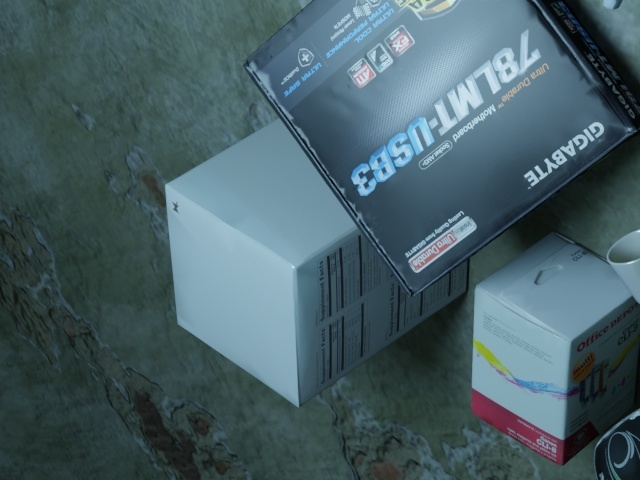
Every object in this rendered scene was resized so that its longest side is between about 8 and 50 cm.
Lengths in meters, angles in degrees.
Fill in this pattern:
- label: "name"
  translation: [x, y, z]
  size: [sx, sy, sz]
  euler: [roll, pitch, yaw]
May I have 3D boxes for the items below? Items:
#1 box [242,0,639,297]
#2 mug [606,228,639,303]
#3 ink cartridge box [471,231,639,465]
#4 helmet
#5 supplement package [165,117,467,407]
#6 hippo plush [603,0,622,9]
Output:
- label: "box"
  translation: [0.117, -0.144, 1.891]
  size: [0.295, 0.073, 0.293]
  euler: [-37, 84, 29]
- label: "mug"
  translation: [0.323, 0.030, 1.897]
  size: [0.078, 0.062, 0.064]
  euler: [8, 131, 57]
- label: "ink cartridge box"
  translation: [0.241, 0.109, 2.004]
  size: [0.127, 0.128, 0.176]
  euler: [30, 139, 34]
- label: "helmet"
  translation: [0.364, 0.243, 1.930]
  size: [0.161, 0.169, 0.169]
  euler: [63, 151, 22]
- label: "supplement package"
  translation: [0.000, 0.000, 2.100]
  size: [0.199, 0.263, 0.198]
  euler: [32, 140, 34]
- label: "hippo plush"
  translation: [0.212, -0.393, 1.600]
  size: [0.294, 0.234, 0.236]
  euler: [32, -158, -55]
